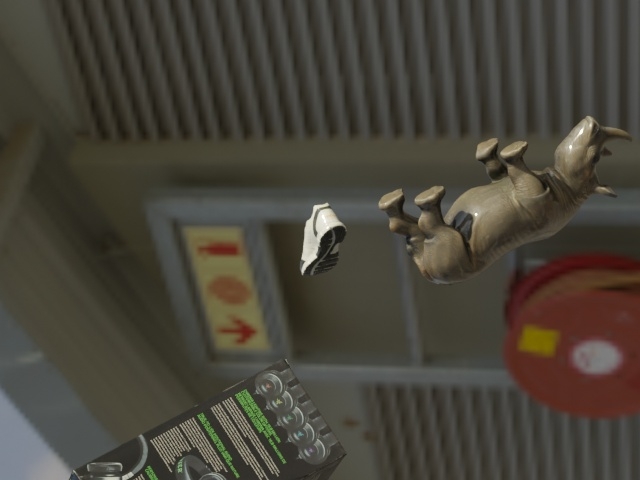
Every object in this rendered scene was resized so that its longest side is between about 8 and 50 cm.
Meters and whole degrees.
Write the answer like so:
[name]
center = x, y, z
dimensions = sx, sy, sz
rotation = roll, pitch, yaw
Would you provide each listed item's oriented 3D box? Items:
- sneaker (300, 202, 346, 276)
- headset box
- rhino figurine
[sneaker]
center = 0.000, 0.000, 1.806
dimensions = 0.044, 0.040, 0.109
rotation = 64, 150, 28
[headset box]
center = -0.129, 0.276, 1.768
dimensions = 0.131, 0.283, 0.246
rotation = 55, 153, 16
[rhino figurine]
center = 0.183, -0.042, 1.519
dimensions = 0.106, 0.243, 0.073
rotation = 65, 173, -21
